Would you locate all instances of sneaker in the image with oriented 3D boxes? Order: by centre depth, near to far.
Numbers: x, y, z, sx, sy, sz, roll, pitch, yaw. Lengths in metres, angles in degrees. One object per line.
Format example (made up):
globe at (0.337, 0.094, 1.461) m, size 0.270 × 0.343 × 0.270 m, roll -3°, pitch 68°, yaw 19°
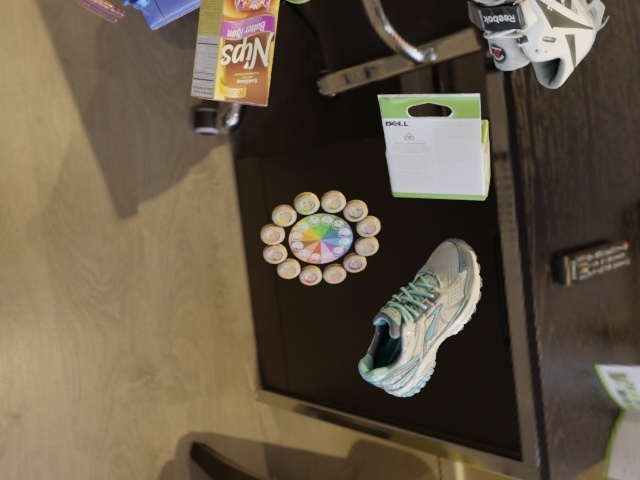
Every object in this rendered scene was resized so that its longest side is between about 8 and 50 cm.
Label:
sneaker at (0.262, -0.311, 0.987) m, size 0.330 × 0.122 × 0.146 m, roll 24°, pitch 92°, yaw -37°
sneaker at (0.158, 0.123, 1.195) m, size 0.122 × 0.110 × 0.283 m, roll 20°, pitch 98°, yaw -40°

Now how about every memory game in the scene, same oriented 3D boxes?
memory game at (0.000, 0.000, 1.130) m, size 0.186 × 0.186 × 0.012 m, roll 39°, pitch 26°, yaw -32°

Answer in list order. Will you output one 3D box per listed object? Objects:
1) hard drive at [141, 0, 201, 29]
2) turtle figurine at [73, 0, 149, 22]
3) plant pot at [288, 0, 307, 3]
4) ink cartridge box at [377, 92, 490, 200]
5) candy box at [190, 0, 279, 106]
hard drive at (-0.189, -0.516, 1.217) m, size 0.319 × 0.040 × 0.210 m, roll -24°, pitch 106°, yaw 10°
turtle figurine at (-0.363, -0.451, 1.019) m, size 0.266 × 0.198 × 0.274 m, roll -8°, pitch 136°, yaw -18°
plant pot at (-0.050, -0.405, 1.131) m, size 0.079 × 0.083 × 0.083 m, roll -39°, pitch 116°, yaw -63°
ink cartridge box at (0.222, -0.200, 1.403) m, size 0.255 × 0.189 × 0.097 m, roll 75°, pitch 25°, yaw -46°
candy box at (-0.115, -0.286, 1.031) m, size 0.109 × 0.053 × 0.186 m, roll -5°, pitch 107°, yaw -51°
